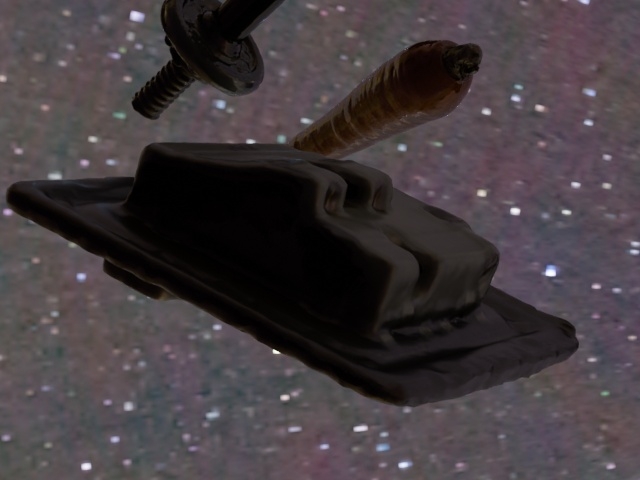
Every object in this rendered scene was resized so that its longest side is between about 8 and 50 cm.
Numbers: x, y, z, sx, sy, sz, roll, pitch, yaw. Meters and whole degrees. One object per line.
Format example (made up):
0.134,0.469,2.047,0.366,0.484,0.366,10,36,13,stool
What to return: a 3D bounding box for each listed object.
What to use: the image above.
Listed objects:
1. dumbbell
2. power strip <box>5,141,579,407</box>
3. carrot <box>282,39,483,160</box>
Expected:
-0.030,-0.158,1.004,0.254,0.081,0.081,-40,-113,27,dumbbell
-0.001,-0.002,0.894,0.251,0.257,0.092,19,-77,26,power strip
0.042,-0.112,1.488,0.336,0.069,0.069,-27,-108,54,carrot
